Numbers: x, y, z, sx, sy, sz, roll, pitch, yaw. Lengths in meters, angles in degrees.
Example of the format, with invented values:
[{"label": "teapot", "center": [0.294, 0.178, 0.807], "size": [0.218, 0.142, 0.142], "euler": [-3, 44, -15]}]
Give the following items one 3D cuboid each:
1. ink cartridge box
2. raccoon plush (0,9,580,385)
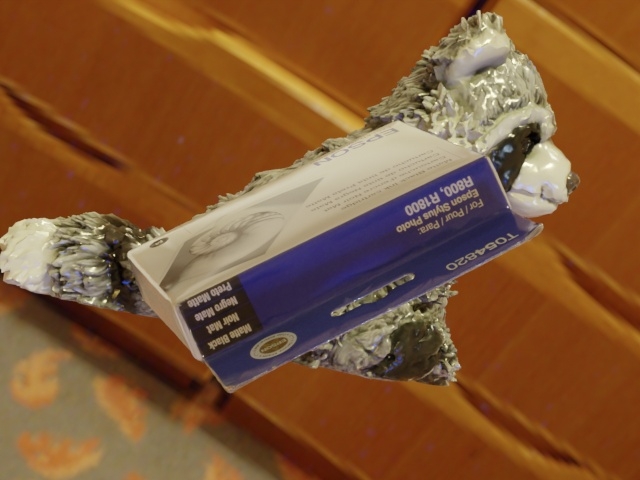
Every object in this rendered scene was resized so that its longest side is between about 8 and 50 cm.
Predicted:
[{"label": "ink cartridge box", "center": [0.000, 0.000, 1.142], "size": [0.223, 0.224, 0.045], "euler": [-26, 109, -12]}, {"label": "raccoon plush", "center": [-0.020, -0.061, 1.444], "size": [0.446, 0.299, 0.216], "euler": [12, 3, -8]}]
